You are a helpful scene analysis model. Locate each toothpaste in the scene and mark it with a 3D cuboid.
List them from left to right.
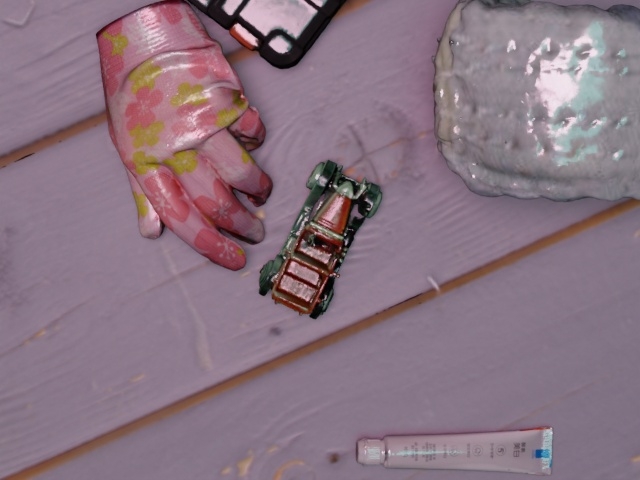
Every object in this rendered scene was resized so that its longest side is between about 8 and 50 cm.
[{"bbox_3d":[0.130,0.204,1.200,0.190,0.031,0.048,1,93,-5],"label":"toothpaste"}]

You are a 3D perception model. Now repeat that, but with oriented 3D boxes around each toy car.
[{"bbox_3d":[0.000,0.000,1.163,0.073,0.054,0.143,27,95,-5],"label":"toy car"}]

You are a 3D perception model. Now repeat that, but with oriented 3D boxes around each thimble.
[{"bbox_3d":[0.213,-0.125,1.082,0.250,0.205,0.172,3,102,-18],"label":"thimble"}]

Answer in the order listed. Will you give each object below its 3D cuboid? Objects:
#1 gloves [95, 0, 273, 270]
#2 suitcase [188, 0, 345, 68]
[{"bbox_3d":[-0.121,-0.085,1.122,0.145,0.126,0.241,-22,89,-2],"label":"gloves"},{"bbox_3d":[-0.083,-0.314,1.124,0.285,0.066,0.206,37,94,-4],"label":"suitcase"}]
